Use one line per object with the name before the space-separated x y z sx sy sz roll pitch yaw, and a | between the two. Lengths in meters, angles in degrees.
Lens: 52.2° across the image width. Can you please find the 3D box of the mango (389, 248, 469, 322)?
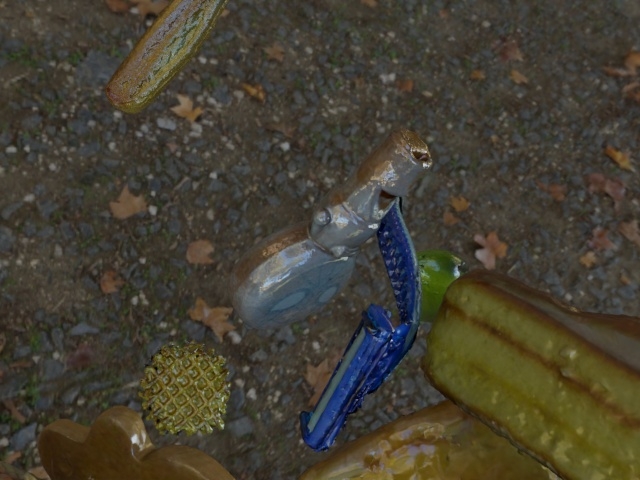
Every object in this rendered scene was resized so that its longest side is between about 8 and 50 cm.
mango | 0.115 0.049 0.698 0.091 0.165 0.074 11 82 19

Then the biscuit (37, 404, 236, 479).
biscuit | -0.234 0.354 0.865 0.355 0.274 0.052 4 11 26

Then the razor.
razor | 0.049 0.013 0.485 0.056 0.093 0.324 24 29 -4

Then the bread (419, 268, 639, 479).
bread | 0.201 0.108 0.427 0.184 0.110 0.234 22 4 -39

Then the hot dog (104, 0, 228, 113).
hot dog | -0.188 -0.248 0.825 0.066 0.215 0.047 38 11 -8

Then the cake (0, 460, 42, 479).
cake | -0.489 0.376 0.734 0.315 0.306 0.293 12 75 9

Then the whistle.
whistle | 0.000 0.000 0.506 0.107 0.220 0.057 -2 53 -49

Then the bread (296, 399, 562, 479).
bread | 0.133 0.316 0.670 0.399 0.398 0.215 3 42 -20

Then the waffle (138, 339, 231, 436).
waffle | -0.279 0.307 1.363 0.193 0.070 0.197 3 77 -31
